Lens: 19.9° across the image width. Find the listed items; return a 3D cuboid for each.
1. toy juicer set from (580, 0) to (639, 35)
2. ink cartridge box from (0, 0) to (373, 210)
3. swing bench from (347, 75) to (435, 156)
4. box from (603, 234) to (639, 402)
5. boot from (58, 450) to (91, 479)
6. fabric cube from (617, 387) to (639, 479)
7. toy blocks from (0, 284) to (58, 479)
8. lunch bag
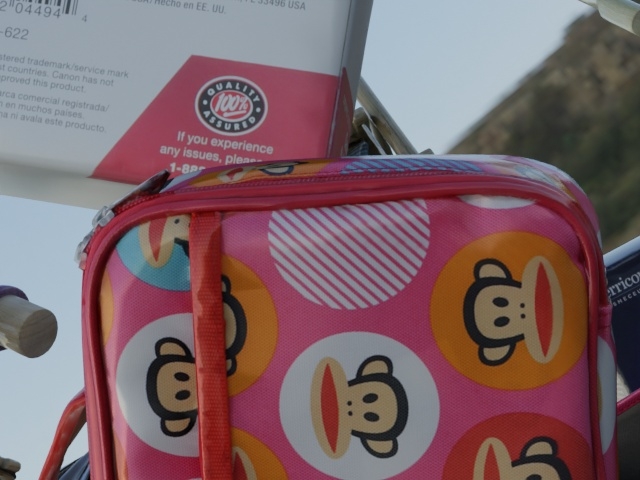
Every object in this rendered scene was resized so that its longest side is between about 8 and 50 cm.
[{"bbox_3d":[0.287,-0.326,1.820,0.089,0.209,0.329,-36,-41,-5],"label":"toy juicer set"},{"bbox_3d":[-0.098,-0.214,1.204,0.160,0.279,0.385,61,-142,-80],"label":"ink cartridge box"},{"bbox_3d":[0.000,0.000,1.800,0.253,0.255,0.165,-30,-50,-7],"label":"swing bench"},{"bbox_3d":[0.282,0.087,1.325,0.153,0.207,0.108,-29,0,-4],"label":"box"},{"bbox_3d":[-0.138,0.174,1.558,0.219,0.082,0.106,-40,6,-23],"label":"boot"},{"bbox_3d":[0.303,0.209,1.029,0.258,0.254,0.259,21,-48,-38],"label":"fabric cube"},{"bbox_3d":[-0.406,0.108,1.430,0.309,0.260,0.289,27,-97,-52],"label":"toy blocks"},{"bbox_3d":[0.000,0.108,0.795,0.258,0.293,0.120,-2,9,7],"label":"lunch bag"}]
